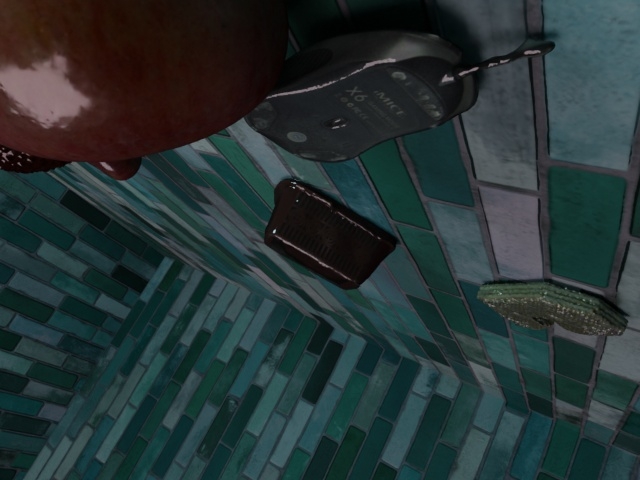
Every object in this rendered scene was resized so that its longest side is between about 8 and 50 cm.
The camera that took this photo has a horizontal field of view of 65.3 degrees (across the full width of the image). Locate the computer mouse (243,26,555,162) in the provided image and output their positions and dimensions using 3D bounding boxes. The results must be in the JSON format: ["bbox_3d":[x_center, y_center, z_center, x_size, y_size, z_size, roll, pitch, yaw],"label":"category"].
[{"bbox_3d":[0.064,-0.179,0.568,0.380,0.090,0.167,-5,159,38],"label":"computer mouse"}]

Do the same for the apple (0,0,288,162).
[{"bbox_3d":[-0.209,-0.233,0.474,0.345,0.345,0.269,18,135,32],"label":"apple"}]

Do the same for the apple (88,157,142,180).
[{"bbox_3d":[-0.553,-0.234,1.335,0.154,0.119,0.153,28,170,6],"label":"apple"}]

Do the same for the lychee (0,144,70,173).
[{"bbox_3d":[-0.664,-0.282,1.122,0.305,0.275,0.276,14,176,-39],"label":"lychee"}]

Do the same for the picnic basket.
[{"bbox_3d":[0.000,0.000,1.124,0.297,0.129,0.222,31,165,-6],"label":"picnic basket"}]

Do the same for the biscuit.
[{"bbox_3d":[0.433,0.131,0.960,0.147,0.046,0.250,34,163,-16],"label":"biscuit"}]
